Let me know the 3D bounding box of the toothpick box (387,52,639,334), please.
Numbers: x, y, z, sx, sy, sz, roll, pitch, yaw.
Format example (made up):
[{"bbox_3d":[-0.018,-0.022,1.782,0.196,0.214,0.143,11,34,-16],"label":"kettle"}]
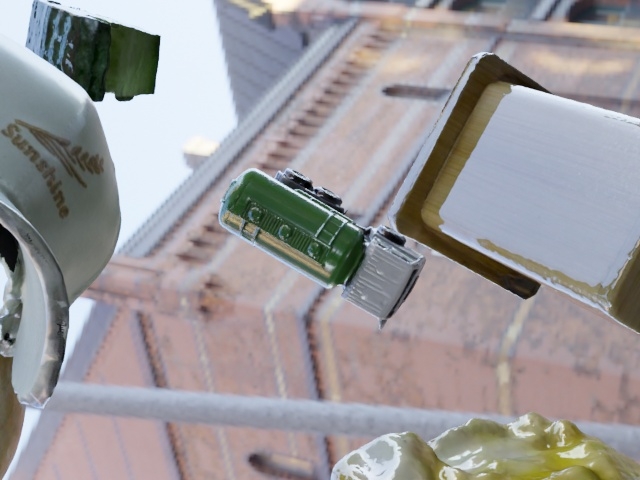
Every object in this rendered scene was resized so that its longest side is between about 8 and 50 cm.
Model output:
[{"bbox_3d":[0.231,-0.022,1.039,0.190,0.308,0.187,28,-88,-29],"label":"toothpick box"}]

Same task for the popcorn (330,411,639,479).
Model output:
[{"bbox_3d":[0.121,0.318,0.884,0.344,0.354,0.390,40,-130,-45],"label":"popcorn"}]

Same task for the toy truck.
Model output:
[{"bbox_3d":[0.000,0.000,1.432,0.101,0.242,0.125,-61,-5,9],"label":"toy truck"}]

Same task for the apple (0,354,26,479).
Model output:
[{"bbox_3d":[-0.435,0.153,1.090,0.277,0.319,0.319,-58,-31,-25],"label":"apple"}]

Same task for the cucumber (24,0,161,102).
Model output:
[{"bbox_3d":[-0.329,-0.261,1.740,0.191,0.191,0.130,-16,-57,-64],"label":"cucumber"}]

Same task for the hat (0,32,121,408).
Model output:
[{"bbox_3d":[-0.202,-0.041,0.780,0.168,0.301,0.258,-42,-65,-11],"label":"hat"}]
